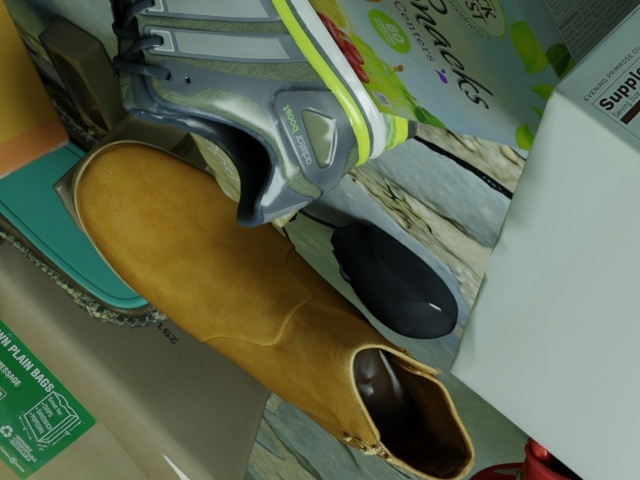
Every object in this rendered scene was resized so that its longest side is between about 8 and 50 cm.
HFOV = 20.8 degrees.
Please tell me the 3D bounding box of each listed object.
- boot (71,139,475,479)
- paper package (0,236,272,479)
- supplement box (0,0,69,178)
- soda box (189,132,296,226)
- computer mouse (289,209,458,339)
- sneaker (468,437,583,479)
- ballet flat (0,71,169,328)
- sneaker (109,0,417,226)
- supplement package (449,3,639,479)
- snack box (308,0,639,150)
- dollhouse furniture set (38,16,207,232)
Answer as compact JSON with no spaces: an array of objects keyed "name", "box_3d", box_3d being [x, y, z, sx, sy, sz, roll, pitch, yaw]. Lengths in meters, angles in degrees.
[{"name":"boot","box_3d":[-0.025,0.045,1.178,0.295,0.104,0.211,43,171,-25]},{"name":"paper package","box_3d":[-0.220,0.129,1.643,0.325,0.168,0.309,47,-165,-10]},{"name":"supplement box","box_3d":[-0.284,-0.165,1.350,0.080,0.078,0.233,21,137,62]},{"name":"soda box","box_3d":[-0.056,-0.092,1.121,0.061,0.058,0.181,30,158,39]},{"name":"computer mouse","box_3d":[0.000,0.000,1.244,0.242,0.041,0.071,35,162,30]},{"name":"sneaker","box_3d":[0.173,0.159,1.179,0.118,0.107,0.279,65,157,-5]},{"name":"ballet flat","box_3d":[-0.292,-0.099,1.520,0.483,0.164,0.182,41,179,1]},{"name":"sneaker","box_3d":[-0.078,-0.134,0.958,0.300,0.121,0.111,47,163,-11]},{"name":"supplement package","box_3d":[0.183,0.020,0.626,0.203,0.149,0.194,39,151,16]},{"name":"snack box","box_3d":[0.047,-0.137,0.752,0.174,0.070,0.207,22,154,53]},{"name":"dollhouse furniture set","box_3d":[-0.182,-0.074,1.339,0.151,0.123,0.144,34,161,31]}]
